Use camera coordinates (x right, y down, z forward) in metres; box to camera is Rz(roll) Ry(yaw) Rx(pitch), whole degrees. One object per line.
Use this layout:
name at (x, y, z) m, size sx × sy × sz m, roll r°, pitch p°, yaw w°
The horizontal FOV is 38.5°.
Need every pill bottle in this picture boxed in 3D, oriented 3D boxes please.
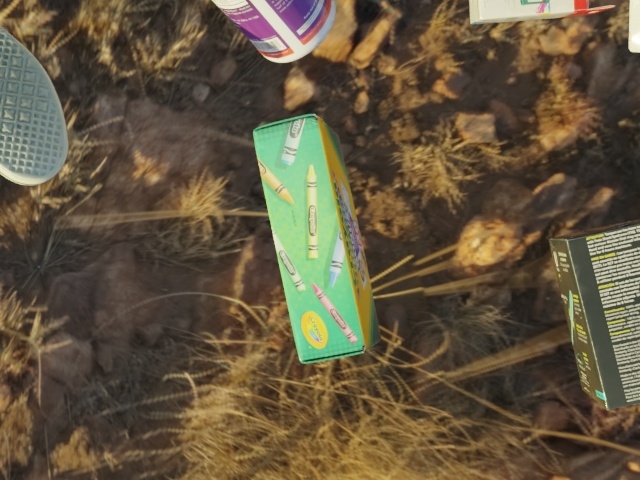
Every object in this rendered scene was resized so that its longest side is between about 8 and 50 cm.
pill bottle at (-0.121, -0.494, 1.718) m, size 0.181 × 0.182 × 0.323 m, roll -58°, pitch 136°, yaw -11°

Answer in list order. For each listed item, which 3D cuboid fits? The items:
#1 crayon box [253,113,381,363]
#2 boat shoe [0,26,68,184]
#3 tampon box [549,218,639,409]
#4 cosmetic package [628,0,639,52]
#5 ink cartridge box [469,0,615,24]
crayon box at (0.000, 0.000, 1.111) m, size 0.081 × 0.165 × 0.278 m, roll -12°, pitch 86°, yaw 9°
boat shoe at (-0.620, -0.296, 1.648) m, size 0.187 × 0.156 × 0.500 m, roll -37°, pitch 80°, yaw -22°
tampon box at (0.291, 0.064, 0.871) m, size 0.102 × 0.120 × 0.160 m, roll -13°, pitch 89°, yaw 6°
cosmetic package at (0.531, -0.330, 1.142) m, size 0.366 × 0.197 × 0.155 m, roll -32°, pitch 122°, yaw -52°
ink cartridge box at (0.384, -0.430, 1.607) m, size 0.231 × 0.134 × 0.077 m, roll -4°, pitch 99°, yaw 3°
